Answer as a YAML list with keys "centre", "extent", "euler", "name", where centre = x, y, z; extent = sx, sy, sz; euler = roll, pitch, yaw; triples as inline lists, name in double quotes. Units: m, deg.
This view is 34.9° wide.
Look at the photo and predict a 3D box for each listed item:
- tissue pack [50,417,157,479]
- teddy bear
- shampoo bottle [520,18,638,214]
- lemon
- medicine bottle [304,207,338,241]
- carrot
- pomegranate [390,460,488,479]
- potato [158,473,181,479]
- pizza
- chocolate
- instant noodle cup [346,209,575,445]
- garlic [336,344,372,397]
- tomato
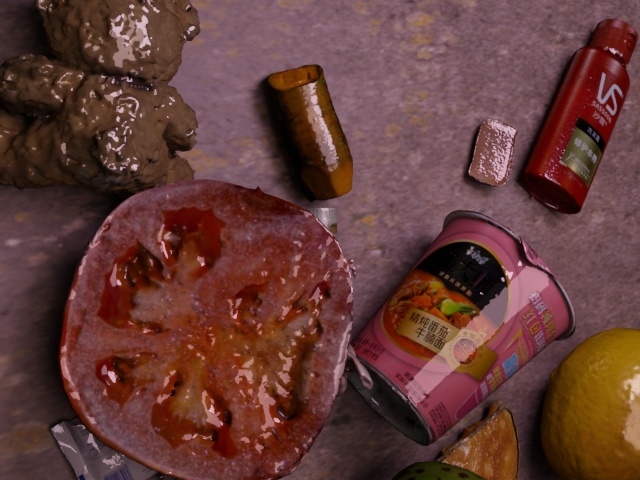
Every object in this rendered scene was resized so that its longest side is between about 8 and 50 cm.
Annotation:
- centre: [-0.204, 0.222, 1.192]
  extent: [0.193, 0.026, 0.123]
  euler: [-30, 105, -30]
  name: "tissue pack"
- centre: [-0.235, -0.172, 1.110]
  extent: [0.267, 0.156, 0.256]
  euler: [8, 83, -31]
  name: "teddy bear"
- centre: [0.409, -0.198, 1.577]
  extent: [0.118, 0.076, 0.314]
  euler: [35, 70, -25]
  name: "shampoo bottle"
- centre: [0.440, 0.261, 1.497]
  extent: [0.233, 0.233, 0.288]
  euler: [30, 75, -29]
  name: "lemon"
- centre: [0.000, 0.000, 1.321]
  extent: [0.047, 0.047, 0.083]
  euler: [-3, 90, -33]
  name: "medicine bottle"
- centre: [-0.010, -0.136, 1.298]
  extent: [0.082, 0.082, 0.173]
  euler: [-27, 106, -31]
  name: "carrot"
- centre: [0.165, 0.413, 1.298]
  extent: [0.254, 0.270, 0.254]
  euler: [-48, 146, -49]
  name: "pomegranate"
- centre: [-0.123, 0.265, 1.209]
  extent: [0.122, 0.061, 0.086]
  euler: [-45, 135, -25]
  name: "potato"
- centre: [0.218, 0.334, 1.462]
  extent: [0.176, 0.036, 0.185]
  euler: [-9, 96, -31]
  name: "pizza"
- centre: [0.249, -0.127, 1.498]
  extent: [0.064, 0.031, 0.101]
  euler: [16, 76, -14]
  name: "chocolate"
- centre: [0.169, 0.126, 1.339]
  extent: [0.255, 0.244, 0.244]
  euler: [-43, 111, -18]
  name: "instant noodle cup"
- centre: [-0.001, 0.152, 1.239]
  extent: [0.131, 0.194, 0.127]
  euler: [17, 89, -46]
  name: "garlic"
- centre: [-0.122, 0.098, 1.138]
  extent: [0.338, 0.144, 0.339]
  euler: [0, 84, -2]
  name: "tomato"
